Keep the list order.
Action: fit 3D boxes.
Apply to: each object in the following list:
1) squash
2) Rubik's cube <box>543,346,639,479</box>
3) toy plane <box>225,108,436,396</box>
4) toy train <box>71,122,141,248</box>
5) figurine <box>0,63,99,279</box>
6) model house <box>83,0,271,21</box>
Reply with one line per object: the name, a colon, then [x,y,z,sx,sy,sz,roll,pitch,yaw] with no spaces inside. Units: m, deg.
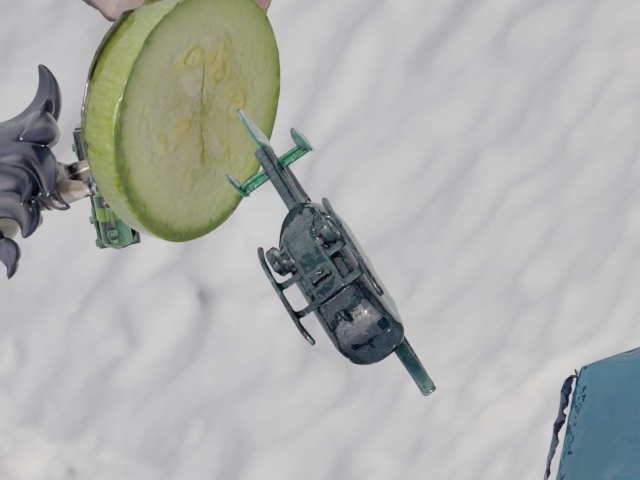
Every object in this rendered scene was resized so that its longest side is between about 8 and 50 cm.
squash: [-0.105,-0.106,1.258,0.219,0.041,0.219,-25,123,-47]
Rubik's cube: [0.244,0.173,0.675,0.224,0.221,0.231,-26,-145,45]
toy plane: [0.000,0.000,0.997,0.060,0.235,0.096,-38,157,15]
toy train: [-0.299,-0.078,2.132,0.083,0.200,0.132,-11,-165,0]
figurine: [-0.350,-0.064,1.585,0.265,0.197,0.175,-37,-174,14]
model house: [-0.162,-0.385,1.733,0.237,0.202,0.237,0,128,-40]
